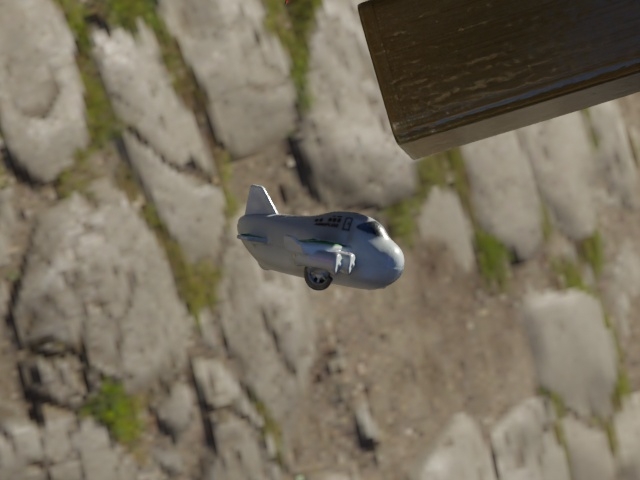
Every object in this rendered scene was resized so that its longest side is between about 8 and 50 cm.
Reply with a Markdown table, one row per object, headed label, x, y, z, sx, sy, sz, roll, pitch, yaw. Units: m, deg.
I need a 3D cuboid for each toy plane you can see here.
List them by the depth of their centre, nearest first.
| label | x | y | z | sx | sy | sz | roll | pitch | yaw |
| --- | --- | --- | --- | --- | --- | --- | --- | --- | --- |
| toy plane | 0.000 | 0.003 | 1.757 | 0.174 | 0.174 | 0.080 | 0 | 105 | -62 |

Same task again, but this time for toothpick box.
| label | x | y | z | sx | sy | sz | roll | pitch | yaw |
| --- | --- | --- | --- | --- | --- | --- | --- | --- | --- |
| toothpick box | 0.209 | -0.200 | 1.772 | 0.190 | 0.308 | 0.187 | 24 | 50 | -80 |

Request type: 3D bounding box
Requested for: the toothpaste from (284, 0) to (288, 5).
| label | x | y | z | sx | sy | sz | roll | pitch | yaw |
| --- | --- | --- | --- | --- | --- | --- | --- | --- | --- |
| toothpaste | -0.008 | -0.357 | 2.097 | 0.071 | 0.045 | 0.193 | 107 | 4 | -48 |
